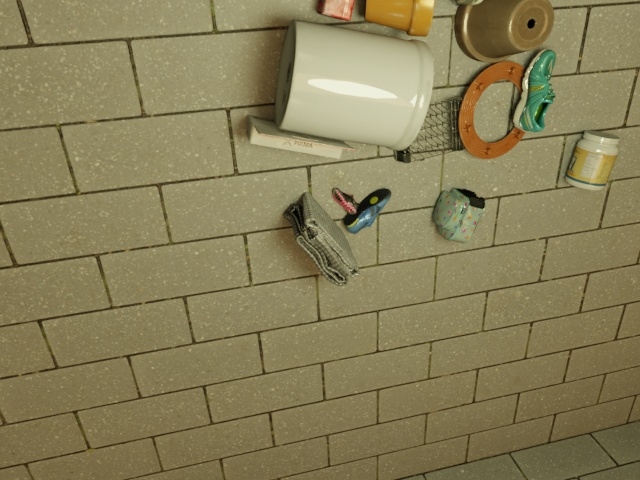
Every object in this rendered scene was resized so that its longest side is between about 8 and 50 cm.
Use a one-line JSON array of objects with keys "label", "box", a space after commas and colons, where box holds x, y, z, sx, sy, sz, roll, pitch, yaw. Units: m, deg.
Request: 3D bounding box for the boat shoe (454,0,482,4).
[{"label": "boat shoe", "box": [0.417, -0.845, 1.427, 0.091, 0.109, 0.304, -21, 110, -31]}]

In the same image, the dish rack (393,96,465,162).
[{"label": "dish rack", "box": [0.387, -0.385, 1.708, 0.272, 0.074, 0.208, -15, 121, -9]}]

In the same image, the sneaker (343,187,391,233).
[{"label": "sneaker", "box": [0.181, -0.105, 1.804, 0.209, 0.069, 0.082, -41, 131, 9]}]

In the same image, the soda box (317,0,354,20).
[{"label": "soda box", "box": [0.066, -0.777, 1.413, 0.092, 0.083, 0.263, 7, 115, -17]}]

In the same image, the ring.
[{"label": "ring", "box": [0.624, -0.445, 1.720, 0.337, 0.032, 0.336, -11, 116, -23]}]

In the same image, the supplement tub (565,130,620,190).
[{"label": "supplement tub", "box": [1.031, -0.303, 1.871, 0.145, 0.144, 0.199, 1, 116, -15]}]

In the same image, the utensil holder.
[{"label": "utensil holder", "box": [0.083, -0.454, 1.450, 0.386, 0.327, 0.327, 6, 115, -15]}]

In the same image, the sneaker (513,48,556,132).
[{"label": "sneaker", "box": [0.751, -0.501, 1.673, 0.107, 0.110, 0.275, -4, 112, -27]}]

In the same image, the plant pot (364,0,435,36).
[{"label": "plant pot", "box": [0.226, -0.707, 1.440, 0.188, 0.205, 0.205, 3, 117, 2]}]

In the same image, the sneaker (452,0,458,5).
[{"label": "sneaker", "box": [0.379, -0.774, 1.521, 0.058, 0.052, 0.135, -38, 112, 18]}]

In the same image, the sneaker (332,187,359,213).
[{"label": "sneaker", "box": [0.093, -0.151, 1.772, 0.119, 0.047, 0.057, 45, 64, -19]}]

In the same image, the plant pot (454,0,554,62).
[{"label": "plant pot", "box": [0.580, -0.673, 1.517, 0.263, 0.229, 0.262, -5, 118, -10]}]

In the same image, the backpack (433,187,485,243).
[{"label": "backpack", "box": [0.506, -0.088, 1.834, 0.145, 0.166, 0.188, 4, 112, -15]}]

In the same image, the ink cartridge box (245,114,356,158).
[{"label": "ink cartridge box", "box": [-0.069, -0.305, 1.519, 0.297, 0.261, 0.066, 7, 114, -17]}]

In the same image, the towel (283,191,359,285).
[{"label": "towel", "box": [0.000, 0.000, 1.713, 0.121, 0.235, 0.283, -36, 119, 12]}]
